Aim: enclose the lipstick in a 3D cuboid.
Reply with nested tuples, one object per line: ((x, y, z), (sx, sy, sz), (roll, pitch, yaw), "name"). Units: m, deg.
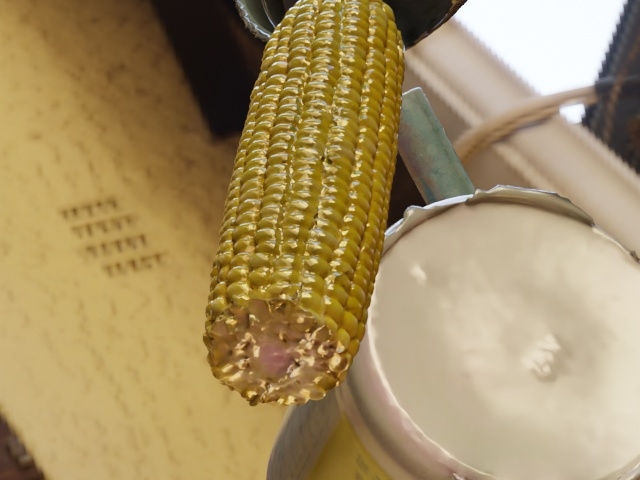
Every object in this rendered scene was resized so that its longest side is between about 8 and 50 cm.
((0.108, -0.062, 1.485), (0.048, 0.048, 0.158), (-30, -92, 56), "lipstick")

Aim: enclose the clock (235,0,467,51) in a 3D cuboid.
((0.044, -0.246, 1.092), (0.280, 0.055, 0.281), (-31, -135, 37), "clock")

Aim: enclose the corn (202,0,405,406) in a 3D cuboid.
((-0.004, -0.033, 0.804), (0.081, 0.081, 0.248), (118, -13, -46), "corn")

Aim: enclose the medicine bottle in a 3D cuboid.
((0.080, 0.143, 1.065), (0.214, 0.213, 0.379), (61, -23, 21), "medicine bottle")
